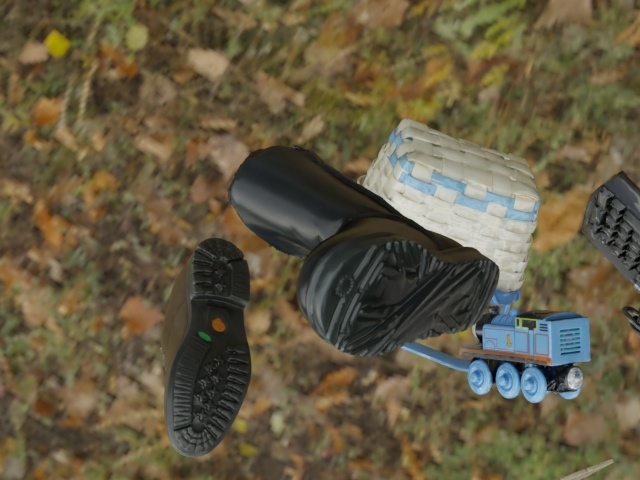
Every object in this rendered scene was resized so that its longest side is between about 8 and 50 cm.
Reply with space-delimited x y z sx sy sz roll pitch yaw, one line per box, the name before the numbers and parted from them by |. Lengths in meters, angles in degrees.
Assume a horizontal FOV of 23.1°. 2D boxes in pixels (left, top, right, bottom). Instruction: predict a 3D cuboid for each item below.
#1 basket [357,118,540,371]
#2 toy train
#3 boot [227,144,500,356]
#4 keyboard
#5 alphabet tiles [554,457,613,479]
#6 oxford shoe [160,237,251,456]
basket | 0.141 0.015 1.942 0.254 0.201 0.289 19 113 -11
toy train | 0.241 0.132 1.843 0.184 0.080 0.105 2 93 57
boot | 0.000 0.000 1.211 0.207 0.246 0.094 30 106 30
keyboard | 0.305 0.094 1.153 0.317 0.033 0.201 50 171 21
alphabet tiles | 0.232 0.333 1.951 0.009 0.198 0.237 67 155 14
oxford shoe | -0.120 0.118 1.562 0.083 0.227 0.096 21 145 -21
